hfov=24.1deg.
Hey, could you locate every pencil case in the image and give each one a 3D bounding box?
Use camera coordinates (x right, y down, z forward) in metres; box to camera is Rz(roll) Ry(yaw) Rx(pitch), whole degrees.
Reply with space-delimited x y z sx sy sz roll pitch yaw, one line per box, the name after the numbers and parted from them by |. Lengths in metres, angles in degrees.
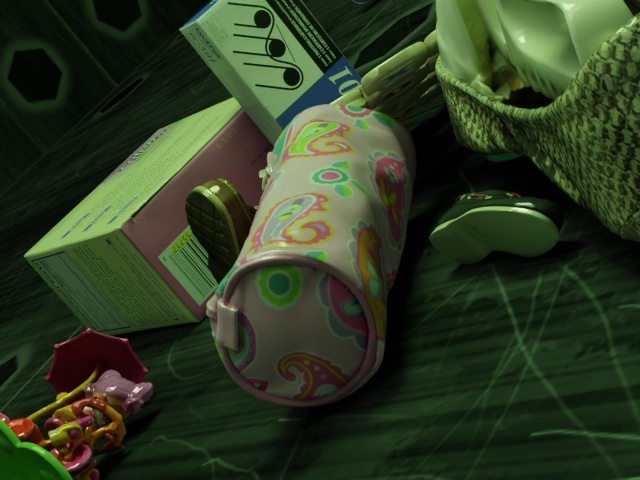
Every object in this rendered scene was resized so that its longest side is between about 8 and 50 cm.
0.000 0.000 1.061 0.124 0.124 0.284 -33 19 22 | pencil case

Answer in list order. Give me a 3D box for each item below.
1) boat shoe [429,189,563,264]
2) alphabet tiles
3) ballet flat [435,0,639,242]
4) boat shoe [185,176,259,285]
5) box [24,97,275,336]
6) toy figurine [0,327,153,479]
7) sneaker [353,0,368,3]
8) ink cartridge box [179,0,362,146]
0.118 -0.014 0.974 0.042 0.049 0.133 -53 15 -18 | boat shoe
0.110 -0.158 1.249 0.284 0.021 0.278 -33 -6 2 | alphabet tiles
0.156 -0.127 0.955 0.164 0.182 0.483 -37 15 2 | ballet flat
-0.060 -0.003 1.183 0.060 0.064 0.178 -40 -27 -13 | boat shoe
-0.140 -0.023 1.469 0.213 0.117 0.243 -48 18 -28 | box
-0.197 0.136 1.198 0.173 0.130 0.159 9 36 41 | toy figurine
0.104 -0.377 2.013 0.170 0.068 0.071 -34 22 17 | sneaker
-0.025 -0.146 1.377 0.097 0.207 0.046 -45 16 -21 | ink cartridge box
